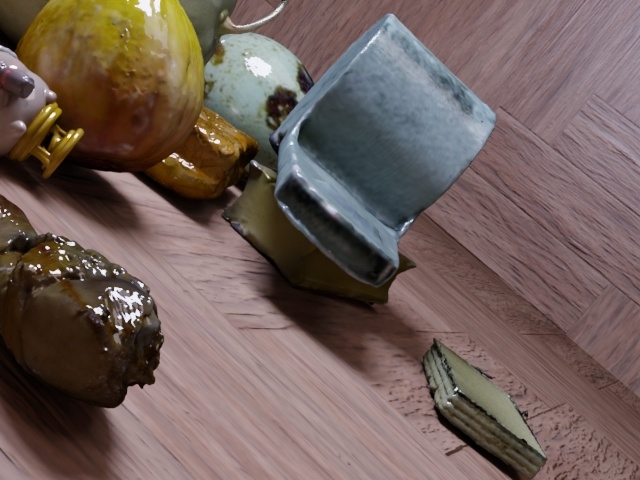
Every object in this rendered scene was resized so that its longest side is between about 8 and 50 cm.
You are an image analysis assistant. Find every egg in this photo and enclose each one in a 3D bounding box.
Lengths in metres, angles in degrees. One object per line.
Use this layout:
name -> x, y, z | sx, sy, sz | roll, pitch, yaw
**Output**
egg -> -0.078, -0.158, 1.417 | 0.231, 0.169, 0.169 | 52, 9, -1

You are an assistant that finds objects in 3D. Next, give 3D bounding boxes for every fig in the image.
fig -> -0.152, -0.180, 0.904 | 0.159, 0.257, 0.159 | 20, -1, 1

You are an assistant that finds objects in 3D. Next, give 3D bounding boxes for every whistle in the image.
whistle -> 0.042, -0.083, 1.174 | 0.168, 0.188, 0.405 | 43, 44, -9

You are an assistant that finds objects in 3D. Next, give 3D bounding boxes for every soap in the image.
soap -> 0.001, -0.001, 1.242 | 0.135, 0.076, 0.233 | 44, 11, 27

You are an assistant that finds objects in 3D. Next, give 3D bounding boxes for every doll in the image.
doll -> -0.230, -0.104, 0.798 | 0.127, 0.073, 0.084 | 40, -31, -14

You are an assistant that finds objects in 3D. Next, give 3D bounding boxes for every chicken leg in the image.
chicken leg -> -0.147, 0.024, 0.584 | 0.085, 0.069, 0.198 | 16, 15, -48

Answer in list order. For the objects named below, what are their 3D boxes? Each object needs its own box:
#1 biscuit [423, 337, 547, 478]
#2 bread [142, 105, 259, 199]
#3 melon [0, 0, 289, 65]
biscuit -> 0.165, 0.171, 1.160 | 0.121, 0.040, 0.199 | 36, 8, -5
bread -> -0.142, -0.107, 1.189 | 0.139, 0.077, 0.271 | 34, 8, -4
melon -> -0.225, -0.284, 1.177 | 0.308, 0.272, 0.272 | 35, 7, 23
